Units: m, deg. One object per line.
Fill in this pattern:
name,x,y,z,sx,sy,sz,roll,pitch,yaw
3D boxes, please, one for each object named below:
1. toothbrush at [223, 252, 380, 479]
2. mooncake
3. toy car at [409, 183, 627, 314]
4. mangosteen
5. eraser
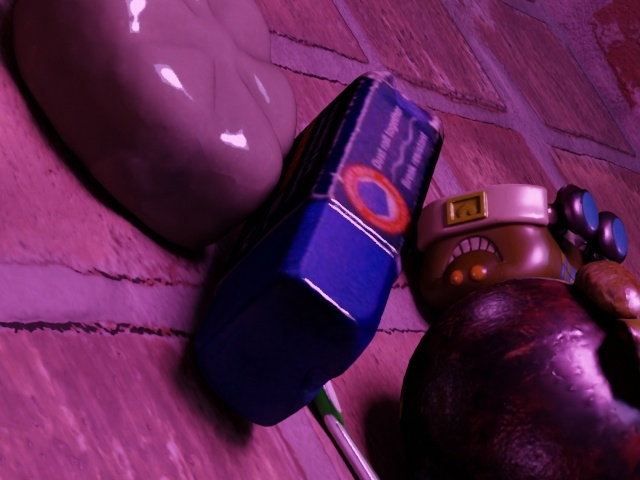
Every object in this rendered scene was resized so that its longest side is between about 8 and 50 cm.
toothbrush,0.009,0.133,1.545,0.304,0.030,0.030,58,19,8
mooncake,-0.126,-0.134,1.515,0.275,0.135,0.275,45,25,-28
toy car,0.210,0.065,1.960,0.248,0.204,0.198,33,51,-53
mangosteen,0.209,0.152,1.605,0.288,0.288,0.288,47,20,-23
eraser,0.000,0.000,1.492,0.101,0.155,0.332,40,34,-12
